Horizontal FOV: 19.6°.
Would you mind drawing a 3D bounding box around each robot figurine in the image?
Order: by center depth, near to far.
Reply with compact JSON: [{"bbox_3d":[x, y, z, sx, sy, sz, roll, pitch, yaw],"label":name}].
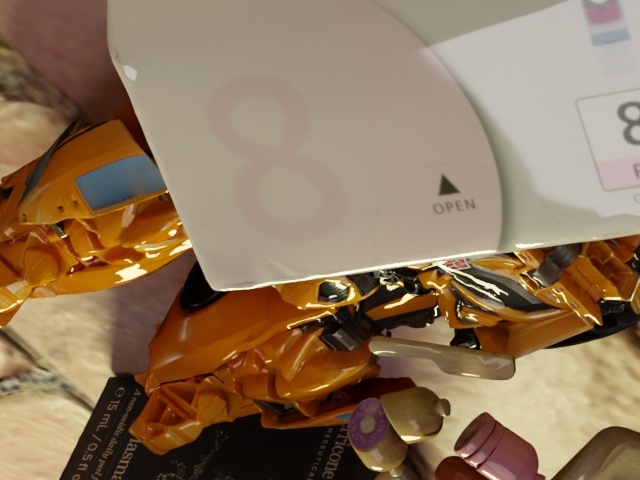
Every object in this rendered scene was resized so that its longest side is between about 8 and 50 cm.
[{"bbox_3d":[0.000,0.000,0.718,0.291,0.085,0.211,-19,129,44],"label":"robot figurine"}]

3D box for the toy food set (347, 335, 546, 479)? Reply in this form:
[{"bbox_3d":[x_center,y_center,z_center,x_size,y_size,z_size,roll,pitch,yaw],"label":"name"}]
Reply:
[{"bbox_3d":[0.048,0.093,0.693,0.078,0.019,0.122,7,126,22],"label":"toy food set"}]

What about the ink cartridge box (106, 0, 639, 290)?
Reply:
[{"bbox_3d":[0.016,-0.103,0.526,0.189,0.066,0.232,-8,120,28],"label":"ink cartridge box"}]

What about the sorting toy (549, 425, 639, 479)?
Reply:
[{"bbox_3d":[0.125,0.151,0.805,0.196,0.047,0.347,20,123,-36],"label":"sorting toy"}]

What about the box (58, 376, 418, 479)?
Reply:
[{"bbox_3d":[-0.050,0.157,0.893,0.158,0.156,0.093,4,140,25],"label":"box"}]
